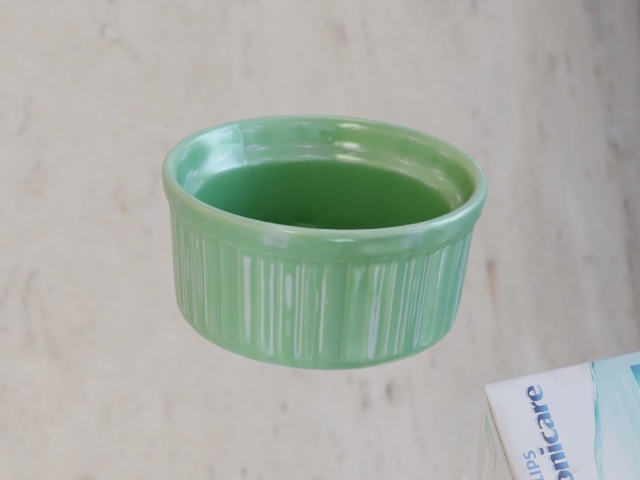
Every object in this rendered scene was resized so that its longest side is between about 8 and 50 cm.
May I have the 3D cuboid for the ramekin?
[{"bbox_3d":[0.000,0.000,1.624,0.303,0.303,0.148,-57,153,-63],"label":"ramekin"}]

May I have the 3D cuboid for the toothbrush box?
[{"bbox_3d":[0.272,0.181,1.284,0.216,0.296,0.126,85,-10,-54],"label":"toothbrush box"}]
